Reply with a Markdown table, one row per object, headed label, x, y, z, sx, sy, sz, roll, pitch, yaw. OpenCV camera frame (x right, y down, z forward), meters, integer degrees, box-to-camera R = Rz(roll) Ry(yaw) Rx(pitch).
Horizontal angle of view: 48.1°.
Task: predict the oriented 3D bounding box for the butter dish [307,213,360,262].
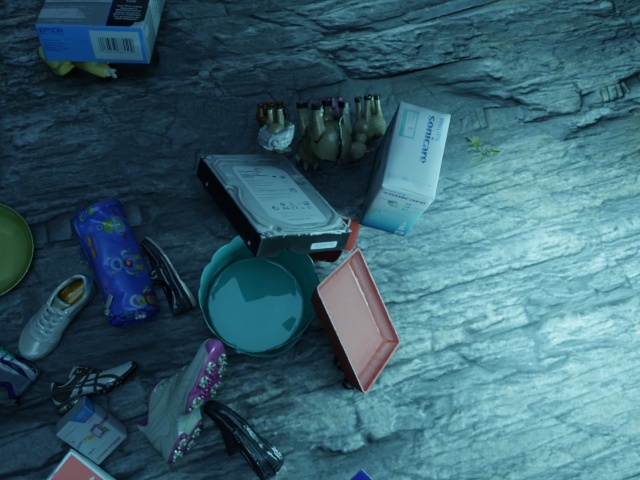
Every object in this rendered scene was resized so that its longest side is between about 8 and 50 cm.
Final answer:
| label | x | y | z | sx | sy | sz | roll | pitch | yaw |
| --- | --- | --- | --- | --- | --- | --- | --- | --- | --- |
| butter dish | 0.000 | 0.000 | 1.740 | 0.160 | 0.118 | 0.160 | 21 | 31 | -1 |

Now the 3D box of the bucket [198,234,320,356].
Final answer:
| label | x | y | z | sx | sy | sz | roll | pitch | yaw |
| --- | --- | --- | --- | --- | --- | --- | --- | --- | --- |
| bucket | -0.141 | 0.132 | 1.645 | 0.281 | 0.183 | 0.281 | 2 | 75 | -7 |

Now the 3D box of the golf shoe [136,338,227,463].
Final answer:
| label | x | y | z | sx | sy | sz | roll | pitch | yaw |
| --- | --- | --- | --- | --- | --- | --- | --- | --- | --- |
| golf shoe | -0.308 | 0.332 | 1.555 | 0.140 | 0.115 | 0.306 | 30 | 104 | 20 |

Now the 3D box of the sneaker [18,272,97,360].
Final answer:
| label | x | y | z | sx | sy | sz | roll | pitch | yaw |
| --- | --- | --- | --- | --- | --- | --- | --- | --- | --- |
| sneaker | -0.603 | 0.167 | 1.621 | 0.087 | 0.092 | 0.228 | 34 | 74 | 1 |

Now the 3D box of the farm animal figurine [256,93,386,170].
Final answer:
| label | x | y | z | sx | sy | sz | roll | pitch | yaw |
| --- | --- | --- | --- | --- | --- | --- | --- | --- | --- |
| farm animal figurine | 0.013 | -0.254 | 1.741 | 0.331 | 0.327 | 0.172 | -5 | 104 | -4 |

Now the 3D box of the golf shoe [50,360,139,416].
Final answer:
| label | x | y | z | sx | sy | sz | roll | pitch | yaw |
| --- | --- | --- | --- | --- | --- | --- | --- | --- | --- |
| golf shoe | -0.508 | 0.309 | 1.603 | 0.198 | 0.077 | 0.093 | -29 | 80 | -15 |

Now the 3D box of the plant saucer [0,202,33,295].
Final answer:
| label | x | y | z | sx | sy | sz | roll | pitch | yaw |
| --- | --- | --- | --- | --- | --- | --- | --- | --- | --- |
| plant saucer | -0.787 | 0.027 | 1.664 | 0.241 | 0.037 | 0.240 | 2 | 74 | -8 |

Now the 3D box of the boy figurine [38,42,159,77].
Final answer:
| label | x | y | z | sx | sy | sz | roll | pitch | yaw |
| --- | --- | --- | --- | --- | --- | --- | --- | --- | --- |
| boy figurine | -0.553 | -0.472 | 1.800 | 0.285 | 0.092 | 0.177 | -15 | 65 | -10 |

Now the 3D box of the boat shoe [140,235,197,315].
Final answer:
| label | x | y | z | sx | sy | sz | roll | pitch | yaw |
| --- | --- | --- | --- | --- | --- | --- | --- | --- | --- |
| boat shoe | -0.371 | 0.084 | 1.684 | 0.065 | 0.075 | 0.206 | -34 | 86 | -18 |

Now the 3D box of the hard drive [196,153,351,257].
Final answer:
| label | x | y | z | sx | sy | sz | roll | pitch | yaw |
| --- | --- | --- | --- | --- | --- | --- | --- | --- | --- |
| hard drive | -0.112 | -0.091 | 1.646 | 0.237 | 0.064 | 0.339 | -4 | 37 | -33 |

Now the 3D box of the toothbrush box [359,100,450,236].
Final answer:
| label | x | y | z | sx | sy | sz | roll | pitch | yaw |
| --- | --- | --- | --- | --- | --- | --- | --- | --- | --- |
| toothbrush box | 0.196 | -0.161 | 1.710 | 0.126 | 0.295 | 0.216 | 15 | 74 | -4 |

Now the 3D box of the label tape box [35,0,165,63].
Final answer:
| label | x | y | z | sx | sy | sz | roll | pitch | yaw |
| --- | --- | --- | --- | --- | --- | --- | --- | --- | --- |
| label tape box | -0.523 | -0.586 | 1.760 | 0.249 | 0.115 | 0.347 | 1 | 54 | 0 |

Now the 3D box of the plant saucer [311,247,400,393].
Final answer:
| label | x | y | z | sx | sy | sz | roll | pitch | yaw |
| --- | --- | --- | --- | --- | --- | --- | --- | --- | --- |
| plant saucer | 0.075 | 0.178 | 1.617 | 0.048 | 0.258 | 0.259 | -18 | 101 | 29 |

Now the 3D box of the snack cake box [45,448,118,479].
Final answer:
| label | x | y | z | sx | sy | sz | roll | pitch | yaw |
| --- | --- | --- | --- | --- | --- | --- | --- | --- | --- |
| snack cake box | -0.550 | 0.594 | 1.512 | 0.152 | 0.089 | 0.264 | 37 | 73 | 5 |

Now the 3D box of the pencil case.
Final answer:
| label | x | y | z | sx | sy | sz | roll | pitch | yaw |
| --- | --- | --- | --- | --- | --- | --- | --- | --- | --- |
| pencil case | -0.474 | 0.056 | 1.650 | 0.133 | 0.119 | 0.306 | -7 | 70 | -53 |

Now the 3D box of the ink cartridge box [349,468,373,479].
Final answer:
| label | x | y | z | sx | sy | sz | roll | pitch | yaw |
| --- | --- | --- | --- | --- | --- | --- | --- | --- | --- |
| ink cartridge box | 0.095 | 0.639 | 1.559 | 0.208 | 0.045 | 0.206 | 42 | 106 | 6 |

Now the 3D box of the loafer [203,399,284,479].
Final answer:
| label | x | y | z | sx | sy | sz | roll | pitch | yaw |
| --- | --- | --- | --- | --- | --- | --- | --- | --- | --- |
| loafer | -0.182 | 0.448 | 1.606 | 0.223 | 0.076 | 0.078 | 42 | 65 | 1 |

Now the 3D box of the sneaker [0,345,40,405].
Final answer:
| label | x | y | z | sx | sy | sz | roll | pitch | yaw |
| --- | --- | --- | --- | --- | --- | --- | --- | --- | --- |
| sneaker | -0.740 | 0.272 | 1.582 | 0.224 | 0.083 | 0.098 | 30 | 78 | 1 |

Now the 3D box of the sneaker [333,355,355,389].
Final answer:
| label | x | y | z | sx | sy | sz | roll | pitch | yaw |
| --- | --- | --- | --- | --- | --- | --- | --- | --- | --- |
| sneaker | 0.063 | 0.268 | 1.692 | 0.077 | 0.072 | 0.178 | -15 | 76 | -10 |

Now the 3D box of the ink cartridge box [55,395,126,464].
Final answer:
| label | x | y | z | sx | sy | sz | roll | pitch | yaw |
| --- | --- | --- | --- | --- | --- | --- | --- | --- | --- |
| ink cartridge box | -0.495 | 0.412 | 1.555 | 0.088 | 0.052 | 0.122 | -45 | 115 | -2 |
